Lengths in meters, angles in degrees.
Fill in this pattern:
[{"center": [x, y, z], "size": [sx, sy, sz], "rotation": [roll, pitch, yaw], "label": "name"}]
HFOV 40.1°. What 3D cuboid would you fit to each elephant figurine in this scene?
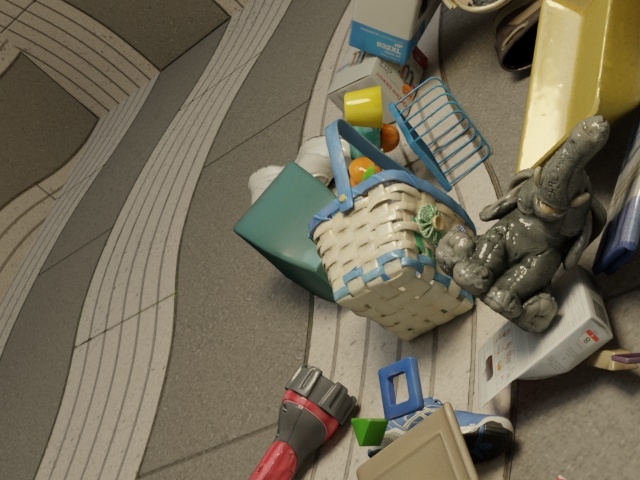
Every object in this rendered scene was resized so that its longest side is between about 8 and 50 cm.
[{"center": [0.267, -0.022, 1.046], "size": [0.239, 0.169, 0.186], "rotation": [-56, 23, 5], "label": "elephant figurine"}]

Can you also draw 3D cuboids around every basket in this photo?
[{"center": [0.109, -0.018, 1.291], "size": [0.201, 0.254, 0.289], "rotation": [-35, 49, 27], "label": "basket"}]

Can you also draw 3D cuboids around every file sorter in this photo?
[{"center": [0.205, -0.191, 1.512], "size": [0.104, 0.118, 0.170], "rotation": [-37, 29, 13], "label": "file sorter"}]

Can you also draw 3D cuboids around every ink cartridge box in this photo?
[{"center": [0.119, -0.335, 1.809], "size": [0.127, 0.128, 0.176], "rotation": [-17, 41, 44], "label": "ink cartridge box"}, {"center": [0.267, 0.126, 1.066], "size": [0.179, 0.045, 0.145], "rotation": [-49, 8, 24], "label": "ink cartridge box"}, {"center": [0.166, -0.525, 1.650], "size": [0.223, 0.129, 0.307], "rotation": [-60, -12, -32], "label": "ink cartridge box"}]

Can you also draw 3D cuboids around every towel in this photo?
[{"center": [0.384, -0.104, 1.029], "size": [0.209, 0.034, 0.285], "rotation": [53, -125, -76], "label": "towel"}]

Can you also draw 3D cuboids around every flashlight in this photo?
[{"center": [-0.068, 0.325, 1.244], "size": [0.304, 0.103, 0.103], "rotation": [-55, 23, -17], "label": "flashlight"}]

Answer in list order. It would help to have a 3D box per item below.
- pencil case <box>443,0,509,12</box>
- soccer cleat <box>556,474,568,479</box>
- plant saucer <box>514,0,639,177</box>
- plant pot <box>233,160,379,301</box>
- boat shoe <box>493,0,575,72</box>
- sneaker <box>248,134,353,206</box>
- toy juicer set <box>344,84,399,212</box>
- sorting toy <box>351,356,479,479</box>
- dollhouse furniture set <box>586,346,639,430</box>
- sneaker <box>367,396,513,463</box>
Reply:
[{"center": [0.317, -0.524, 1.600], "size": [0.183, 0.160, 0.410], "rotation": [-52, -1, 32], "label": "pencil case"}, {"center": [0.275, 0.271, 0.909], "size": [0.035, 0.029, 0.083], "rotation": [-36, 31, 2], "label": "soccer cleat"}, {"center": [0.373, -0.265, 1.212], "size": [0.333, 0.080, 0.333], "rotation": [109, 172, -78], "label": "plant saucer"}, {"center": [0.000, 0.000, 1.518], "size": [0.166, 0.165, 0.234], "rotation": [-50, 35, -5], "label": "plant pot"}, {"center": [0.435, -0.376, 1.441], "size": [0.355, 0.132, 0.130], "rotation": [-28, 42, 48], "label": "boat shoe"}, {"center": [-0.030, -0.113, 1.790], "size": [0.297, 0.111, 0.129], "rotation": [-29, 48, 39], "label": "sneaker"}, {"center": [0.097, -0.141, 1.541], "size": [0.089, 0.209, 0.329], "rotation": [-4, -2, 4], "label": "toy juicer set"}, {"center": [0.126, 0.304, 0.979], "size": [0.196, 0.047, 0.348], "rotation": [-49, 45, 39], "label": "sorting toy"}, {"center": [0.352, 0.160, 0.962], "size": [0.114, 0.090, 0.081], "rotation": [170, 97, -81], "label": "dollhouse furniture set"}, {"center": [0.145, 0.230, 1.088], "size": [0.211, 0.080, 0.081], "rotation": [-17, 43, 43], "label": "sneaker"}]
